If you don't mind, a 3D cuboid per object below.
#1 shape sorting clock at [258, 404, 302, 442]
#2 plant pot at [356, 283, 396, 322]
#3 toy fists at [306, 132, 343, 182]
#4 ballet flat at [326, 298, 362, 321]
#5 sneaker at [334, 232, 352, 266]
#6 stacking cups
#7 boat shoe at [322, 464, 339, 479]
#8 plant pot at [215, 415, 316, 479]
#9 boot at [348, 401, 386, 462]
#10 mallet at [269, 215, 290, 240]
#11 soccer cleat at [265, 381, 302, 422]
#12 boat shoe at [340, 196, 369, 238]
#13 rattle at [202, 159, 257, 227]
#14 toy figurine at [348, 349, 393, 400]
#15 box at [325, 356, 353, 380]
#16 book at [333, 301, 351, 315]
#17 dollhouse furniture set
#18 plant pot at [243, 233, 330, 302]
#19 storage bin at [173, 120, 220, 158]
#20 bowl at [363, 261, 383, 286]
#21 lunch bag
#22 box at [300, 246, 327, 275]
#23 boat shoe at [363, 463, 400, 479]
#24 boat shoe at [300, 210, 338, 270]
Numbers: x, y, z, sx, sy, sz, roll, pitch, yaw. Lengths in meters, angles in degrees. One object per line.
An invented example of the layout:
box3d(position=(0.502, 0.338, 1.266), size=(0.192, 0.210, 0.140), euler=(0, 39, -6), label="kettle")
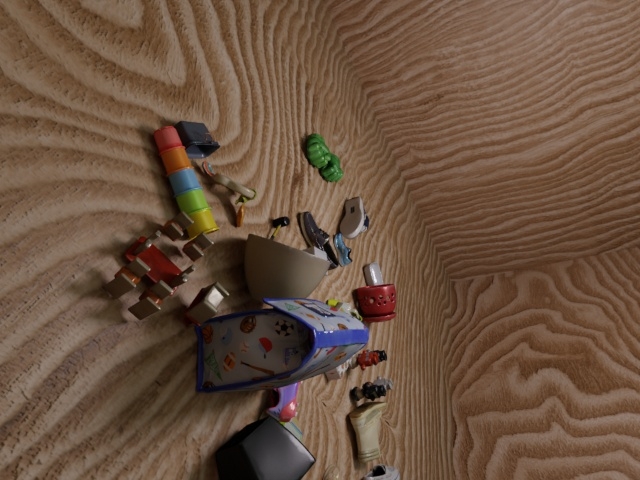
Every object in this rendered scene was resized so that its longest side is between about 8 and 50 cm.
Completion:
box3d(position=(-0.126, 0.616, 1.291), size=(0.206, 0.040, 0.206), euler=(44, 31, -35), label="shape sorting clock")
box3d(position=(0.286, 0.309, 2.061), size=(0.191, 0.191, 0.174), euler=(-3, 83, -62), label="plant pot")
box3d(position=(0.024, -0.396, 2.048), size=(0.279, 0.096, 0.142), euler=(44, 41, -46), label="toy fists")
box3d(position=(0.114, 0.316, 1.858), size=(0.231, 0.077, 0.077), euler=(45, 34, -42), label="ballet flat")
box3d(position=(0.118, 0.040, 2.014), size=(0.063, 0.073, 0.162), euler=(-10, 83, -63), label="sneaker")
box3d(position=(-0.392, -0.161, 1.180), size=(0.096, 0.096, 0.316), euler=(-27, 95, -62), label="stacking cups")
box3d(position=(0.038, 0.855, 1.451), size=(0.170, 0.059, 0.063), euler=(-37, 109, -61), label="boat shoe")
box3d(position=(-0.160, 0.578, 1.091), size=(0.188, 0.187, 0.167), euler=(-23, 80, -52), label="plant pot")
box3d(position=(0.220, 0.808, 1.775), size=(0.262, 0.095, 0.203), euler=(9, 68, -58), label="boot")
box3d(position=(-0.180, -0.018, 1.544), size=(0.039, 0.062, 0.189), euler=(55, 48, -30), label="mallet")
box3d(position=(-0.114, 0.467, 1.347), size=(0.095, 0.083, 0.248), euler=(28, 31, -15), label="soccer cleat")
box3d(position=(0.194, -0.080, 2.153), size=(0.158, 0.127, 0.340), euler=(59, 27, -30), label="boat shoe")
box3d(position=(-0.320, -0.154, 1.354), size=(0.200, 0.142, 0.130), euler=(22, 23, -39), label="rattle")
box3d(position=(0.215, 0.592, 1.842), size=(0.209, 0.148, 0.213), euler=(15, 61, -66), label="toy figurine")
box3d(position=(0.105, 0.473, 1.773), size=(0.324, 0.067, 0.063), euler=(-39, 111, -60), label="box")
box3d(position=(0.069, 0.345, 1.752), size=(0.144, 0.035, 0.096), euler=(-53, 127, -27), label="book")
box3d(position=(-0.375, 0.101, 1.054), size=(0.259, 0.135, 0.262), euler=(49, 35, -20), label="dollhouse furniture set")
box3d(position=(-0.132, 0.114, 1.351), size=(0.284, 0.284, 0.191), euler=(27, 82, -55), label="plant pot")
box3d(position=(-0.382, -0.311, 1.262), size=(0.091, 0.098, 0.135), euler=(63, 28, 1), label="storage bin")
box3d(position=(0.285, 0.193, 2.267), size=(0.142, 0.053, 0.142), euler=(-7, 82, -61), label="bowl")
box3d(position=(-0.095, 0.282, 1.156), size=(0.328, 0.385, 0.238), euler=(16, 62, -58), label="lunch bag")
box3d(position=(-0.033, 0.092, 1.691), size=(0.101, 0.087, 0.102), euler=(31, 50, -53), label="box")
box3d(position=(0.255, 0.991, 1.755), size=(0.267, 0.096, 0.088), euler=(10, 72, -51), label="boat shoe")
box3d(position=(0.000, 0.000, 1.795), size=(0.103, 0.092, 0.285), euler=(-39, 111, -61), label="boat shoe")
